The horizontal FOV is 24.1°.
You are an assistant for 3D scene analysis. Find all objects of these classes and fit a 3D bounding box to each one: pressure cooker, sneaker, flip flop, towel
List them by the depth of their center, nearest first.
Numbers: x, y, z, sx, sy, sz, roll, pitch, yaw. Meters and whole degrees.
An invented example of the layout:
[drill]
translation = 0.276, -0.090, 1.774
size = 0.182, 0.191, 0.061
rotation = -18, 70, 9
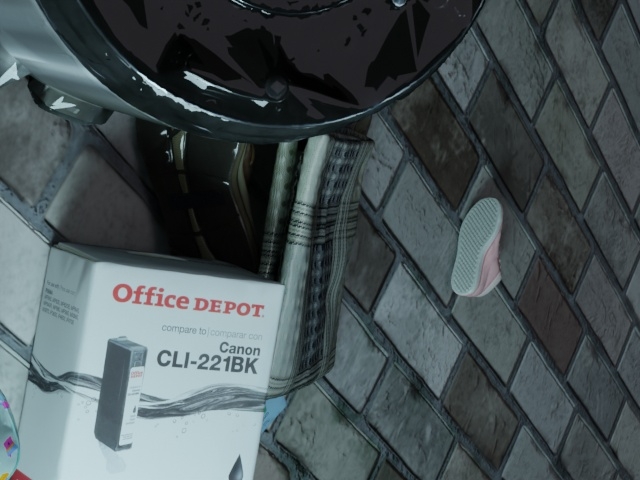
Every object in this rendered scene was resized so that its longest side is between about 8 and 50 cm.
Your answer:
[pressure cooker]
translation = -0.105, -0.262, 1.118
size = 0.370, 0.420, 0.375
rotation = 3, 98, -25
[flip flop]
translation = -0.105, -0.071, 1.458
size = 0.080, 0.112, 0.277
rotation = -63, 148, -60
[towel]
translation = 0.000, 0.000, 1.570
size = 0.312, 0.056, 0.324
rotation = 1, 98, -76
[sneaker]
translation = 0.214, 0.012, 1.971
size = 0.070, 0.051, 0.134
rotation = 21, 85, -57

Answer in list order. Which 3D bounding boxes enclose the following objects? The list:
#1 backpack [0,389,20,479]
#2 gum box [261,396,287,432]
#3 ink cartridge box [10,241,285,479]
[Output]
[backpack]
translation = -0.330, 0.174, 1.184
size = 0.182, 0.115, 0.151
rotation = -29, 115, -53
[gum box]
translation = -0.113, 0.146, 1.551
size = 0.157, 0.041, 0.184
rotation = -46, 134, -38
[ink cartridge box]
translation = -0.160, 0.150, 1.372
size = 0.197, 0.114, 0.272
rotation = 8, 92, -32
